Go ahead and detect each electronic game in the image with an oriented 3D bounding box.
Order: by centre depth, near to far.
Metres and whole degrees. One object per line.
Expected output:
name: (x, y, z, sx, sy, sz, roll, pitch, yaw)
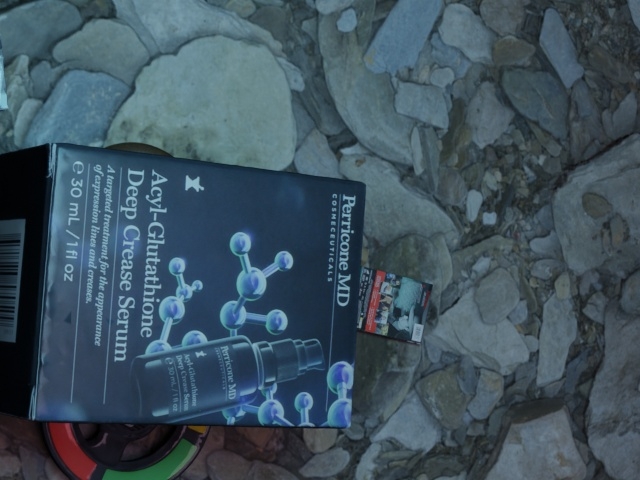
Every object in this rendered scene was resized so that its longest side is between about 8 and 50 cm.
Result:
electronic game: (-0.233, 0.200, 1.794, 0.229, 0.048, 0.229, -1, 93, -31)

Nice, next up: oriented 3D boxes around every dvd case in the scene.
dvd case: (0.096, 0.089, 2.005, 0.119, 0.013, 0.087, 14, 85, -29)

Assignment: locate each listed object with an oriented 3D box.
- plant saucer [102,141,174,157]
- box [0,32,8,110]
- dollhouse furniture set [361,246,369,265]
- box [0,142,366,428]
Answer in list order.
plant saucer: (-0.224, -0.022, 1.800, 0.199, 0.036, 0.198, -2, 93, -31)
box: (-0.433, -0.273, 1.460, 0.097, 0.395, 0.318, -10, 98, -32)
dollhouse furniture set: (0.000, 0.000, 1.949, 0.114, 0.091, 0.081, 27, 35, -51)
box: (-0.172, 0.061, 1.683, 0.396, 0.212, 0.293, 5, 86, -31)
